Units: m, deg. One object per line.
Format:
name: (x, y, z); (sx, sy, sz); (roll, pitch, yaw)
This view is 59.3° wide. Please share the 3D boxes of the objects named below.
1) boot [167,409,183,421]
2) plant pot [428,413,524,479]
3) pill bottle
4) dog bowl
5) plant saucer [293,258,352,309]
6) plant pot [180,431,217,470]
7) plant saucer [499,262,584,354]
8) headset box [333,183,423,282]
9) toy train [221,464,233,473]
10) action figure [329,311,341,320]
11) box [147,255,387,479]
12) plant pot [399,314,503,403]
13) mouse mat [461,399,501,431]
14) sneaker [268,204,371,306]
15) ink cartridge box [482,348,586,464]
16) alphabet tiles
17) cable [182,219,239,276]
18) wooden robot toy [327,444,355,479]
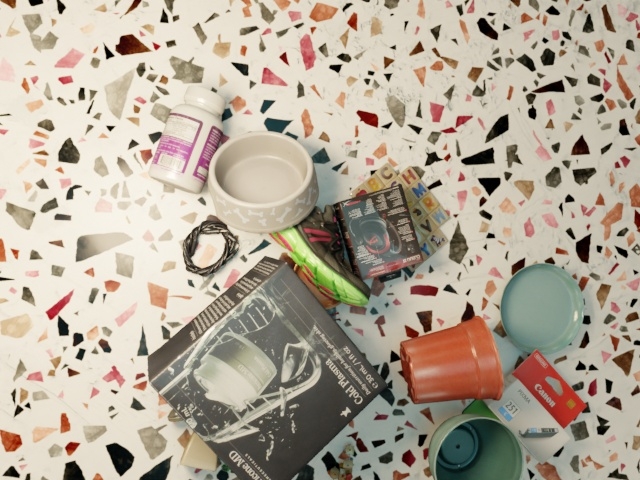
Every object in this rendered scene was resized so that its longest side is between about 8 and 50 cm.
boot: (-0.405, 0.431, 1.732); (0.190, 0.076, 0.208); (-19, 99, -24)
plant pot: (0.471, 0.689, 1.814); (0.293, 0.196, 0.292); (0, 89, -10)
pill bottle: (-0.394, -0.306, 1.708); (0.169, 0.169, 0.301); (20, 85, -9)
dog bowl: (-0.175, -0.189, 1.687); (0.349, 0.102, 0.348); (1, 54, -2)
plant saucer: (0.005, 0.124, 1.831); (0.200, 0.037, 0.199); (0, 88, -11)
plant pot: (-0.364, 0.640, 1.722); (0.109, 0.109, 0.096); (14, 74, -9)
plant saucer: (0.764, 0.236, 1.958); (0.318, 0.044, 0.317); (0, 89, -9)
headset box: (0.189, -0.011, 1.819); (0.218, 0.110, 0.293); (-17, 91, -10)
toy train: (-0.273, 0.725, 1.771); (0.083, 0.024, 0.017); (19, 85, -8)
action figure: (0.008, 0.262, 1.833); (0.115, 0.030, 0.038); (-15, 96, -8)
box: (-0.158, 0.377, 1.624); (0.472, 0.297, 0.480); (-41, 102, -11)
plant pot: (0.403, 0.397, 1.792); (0.265, 0.272, 0.272); (-10, 90, -3)
mouse mat: (0.595, 0.587, 1.937); (0.190, 0.007, 0.152); (-40, 95, -8)
sneaker: (0.000, 0.000, 1.729); (0.202, 0.185, 0.482); (-38, 81, -16)
ink cartridge box: (0.744, 0.565, 1.913); (0.261, 0.066, 0.296); (-43, 98, 0)
alphabet tiles: (0.266, -0.077, 1.896); (0.285, 0.011, 0.342); (-39, 95, -8)
cable: (-0.358, 0.025, 1.766); (0.184, 0.047, 0.150); (-41, 95, -8)
wooden robot toy: (0.064, 0.746, 1.810); (0.079, 0.076, 0.173); (8, 87, 1)
